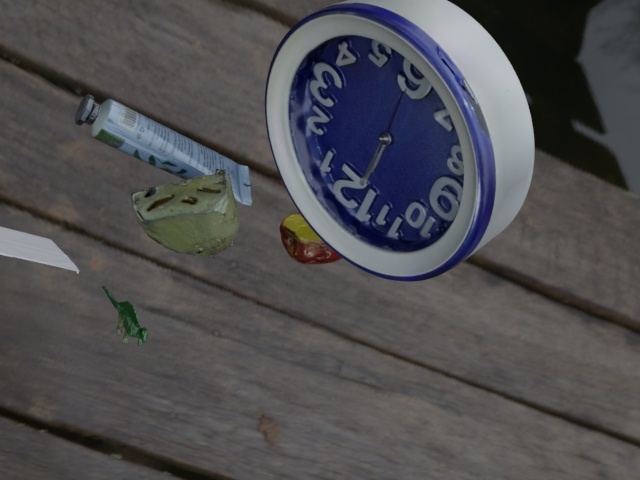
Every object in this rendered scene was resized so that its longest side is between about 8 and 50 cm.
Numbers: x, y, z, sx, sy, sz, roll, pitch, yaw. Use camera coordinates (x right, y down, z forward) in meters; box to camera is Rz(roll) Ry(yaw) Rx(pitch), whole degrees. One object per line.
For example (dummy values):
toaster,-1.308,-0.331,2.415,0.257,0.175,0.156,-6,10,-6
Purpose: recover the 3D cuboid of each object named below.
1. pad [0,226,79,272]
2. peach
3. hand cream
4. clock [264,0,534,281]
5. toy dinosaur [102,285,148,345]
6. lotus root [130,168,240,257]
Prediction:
pad,-0.425,-0.008,1.251,0.232,0.156,0.004,17,98,-32
peach,0.000,0.000,1.102,0.083,0.077,0.050,-15,122,-28
hand cream,-0.213,-0.127,1.412,0.271,0.058,0.091,24,33,-28
clock,0.059,-0.085,0.816,0.083,0.230,0.230,-33,94,-38
toy dinosaur,-0.275,0.104,1.429,0.029,0.060,0.120,-15,61,-35
lotus root,-0.170,-0.020,1.385,0.144,0.143,0.070,56,20,-49
